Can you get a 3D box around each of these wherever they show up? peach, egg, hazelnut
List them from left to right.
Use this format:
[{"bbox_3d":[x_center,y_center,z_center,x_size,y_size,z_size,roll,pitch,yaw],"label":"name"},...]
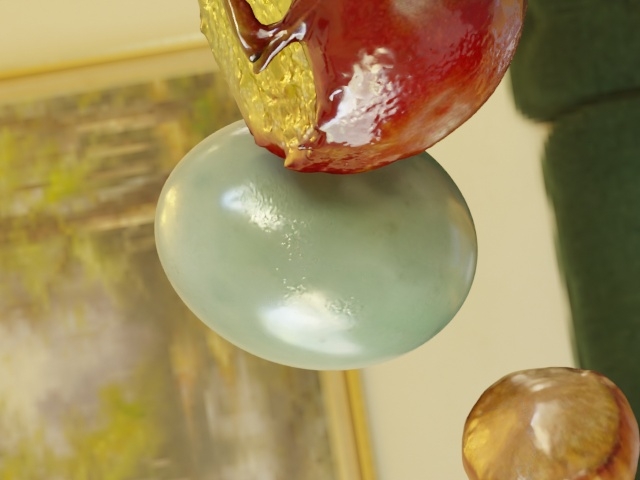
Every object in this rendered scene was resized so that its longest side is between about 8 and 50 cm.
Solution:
[{"bbox_3d":[0.000,0.000,1.918,0.389,0.276,0.276,15,-124,-40],"label":"egg"},{"bbox_3d":[0.032,-0.274,1.620,0.335,0.310,0.406,99,152,-68],"label":"peach"},{"bbox_3d":[0.227,0.199,1.712,0.182,0.182,0.182,-9,-90,-89],"label":"hazelnut"}]
